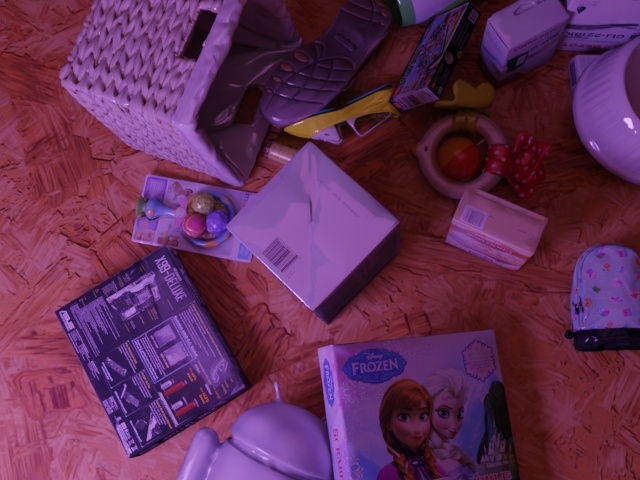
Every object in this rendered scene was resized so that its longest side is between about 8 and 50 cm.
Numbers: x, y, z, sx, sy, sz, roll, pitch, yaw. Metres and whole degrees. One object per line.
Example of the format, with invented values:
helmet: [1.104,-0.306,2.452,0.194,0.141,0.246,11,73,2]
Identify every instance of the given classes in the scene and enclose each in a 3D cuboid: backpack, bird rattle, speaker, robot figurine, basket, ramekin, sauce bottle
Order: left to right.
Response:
basket: [-0.231,-0.317,1.341,0.266,0.331,0.328,19,81,15]
robot figurine: [-0.090,0.422,1.233,0.300,0.200,0.353,25,82,-6]
sauce bottle: [-0.044,-0.157,1.428,0.128,0.042,0.042,22,82,7]
speaker: [0.268,-0.523,1.429,0.297,0.131,0.131,-26,77,0]
bird rattle: [0.287,-0.165,1.380,0.207,0.143,0.253,-38,90,9]
backpack: [0.503,0.097,1.284,0.152,0.115,0.182,-2,76,8]
ramekin: [0.597,-0.241,1.309,0.273,0.127,0.272,2,76,-7]

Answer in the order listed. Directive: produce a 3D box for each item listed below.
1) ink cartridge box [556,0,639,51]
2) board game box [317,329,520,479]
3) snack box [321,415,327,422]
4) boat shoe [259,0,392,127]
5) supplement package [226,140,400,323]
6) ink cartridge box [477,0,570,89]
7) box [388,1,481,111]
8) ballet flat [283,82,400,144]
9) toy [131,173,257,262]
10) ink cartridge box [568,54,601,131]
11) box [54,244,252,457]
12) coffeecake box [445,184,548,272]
ink cartridge box: [0.526,-0.435,1.311,0.197,0.273,0.114,4,83,7]
board game box: [0.169,0.317,1.225,0.319,0.066,0.318,-2,77,-25]
snack box: [0.081,0.316,1.320,0.141,0.037,0.100,-40,76,-3]
boat shoe: [0.015,-0.320,1.405,0.123,0.116,0.324,44,75,8]
supplement package: [0.000,0.000,1.277,0.199,0.262,0.198,43,86,12]
ink cartridge box: [0.366,-0.365,1.360,0.127,0.175,0.072,-28,77,0]
box: [0.212,-0.339,1.384,0.036,0.114,0.207,37,67,-25]
ballet flat: [0.047,-0.227,1.420,0.231,0.077,0.077,-20,91,0]
toy: [-0.239,-0.047,1.417,0.237,0.056,0.136,10,81,8]
ink cartridge box: [0.563,-0.276,1.401,0.179,0.045,0.145,0,77,-11]
box: [-0.306,0.199,1.363,0.242,0.076,0.307,-32,77,-1]
coffeecake box: [0.299,-0.016,1.290,0.142,0.185,0.068,24,82,10]
